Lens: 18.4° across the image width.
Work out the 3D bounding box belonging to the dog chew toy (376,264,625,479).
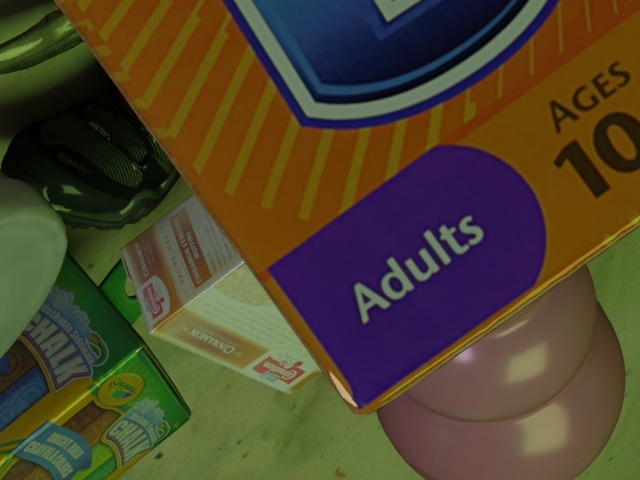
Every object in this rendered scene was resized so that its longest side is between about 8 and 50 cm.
[{"bbox_3d":[0.129,0.065,1.546,0.206,0.206,0.332,-36,144,-13],"label":"dog chew toy"}]

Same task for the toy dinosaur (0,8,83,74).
[{"bbox_3d":[-0.102,-0.146,1.062,0.268,0.064,0.118,-23,154,-28],"label":"toy dinosaur"}]

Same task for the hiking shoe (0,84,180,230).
[{"bbox_3d":[-0.093,-0.084,1.150,0.227,0.086,0.114,-26,147,-48],"label":"hiking shoe"}]

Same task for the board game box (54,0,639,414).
[{"bbox_3d":[0.072,-0.201,0.710,0.356,0.356,0.356,-36,177,7],"label":"board game box"}]

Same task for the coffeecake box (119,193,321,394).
[{"bbox_3d":[0.000,0.000,1.172,0.185,0.068,0.142,-37,144,19],"label":"coffeecake box"}]

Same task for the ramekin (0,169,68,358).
[{"bbox_3d":[-0.269,0.033,0.975,0.273,0.127,0.273,-40,168,-11],"label":"ramekin"}]

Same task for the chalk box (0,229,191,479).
[{"bbox_3d":[-0.172,0.081,1.219,0.213,0.132,0.132,-39,154,-6],"label":"chalk box"}]
